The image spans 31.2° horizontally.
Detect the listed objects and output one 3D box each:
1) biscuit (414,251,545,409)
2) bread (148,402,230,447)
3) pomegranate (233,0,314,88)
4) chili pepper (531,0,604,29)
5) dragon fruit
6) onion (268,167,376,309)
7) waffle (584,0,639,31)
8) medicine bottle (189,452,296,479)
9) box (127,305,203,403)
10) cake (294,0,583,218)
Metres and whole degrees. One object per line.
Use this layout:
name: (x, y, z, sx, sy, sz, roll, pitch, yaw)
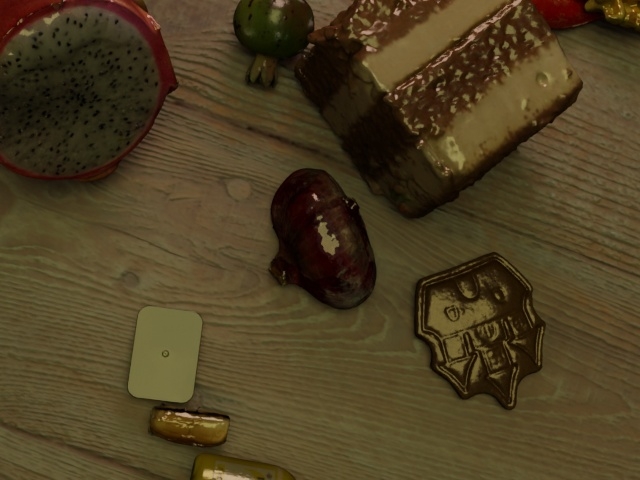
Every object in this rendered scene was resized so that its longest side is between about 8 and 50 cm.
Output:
biscuit: (0.230, 0.134, 1.603, 0.182, 0.034, 0.215, -20, 83, -10)
bread: (-0.174, 0.244, 1.512, 0.106, 0.072, 0.053, 7, 80, -8)
pomegranate: (-0.068, -0.285, 1.608, 0.115, 0.114, 0.142, 10, 104, -5)
chili pepper: (0.300, -0.350, 1.687, 0.272, 0.063, 0.071, 10, 91, -8)
dragon fruit: (-0.342, -0.236, 1.489, 0.291, 0.290, 0.189, -31, 50, -11)
onion: (0.000, 0.000, 1.565, 0.151, 0.098, 0.206, -32, 86, -13)
waffle: (0.484, -0.408, 1.706, 0.249, 0.056, 0.253, 30, 67, -6)
medicine bottle: (-0.067, 0.351, 1.481, 0.213, 0.122, 0.121, 11, 79, -6)
box: (-0.209, 0.154, 1.544, 0.091, 0.031, 0.126, 7, 79, -6)
cake: (0.156, -0.219, 1.550, 0.282, 0.256, 0.290, -38, 91, -14)
